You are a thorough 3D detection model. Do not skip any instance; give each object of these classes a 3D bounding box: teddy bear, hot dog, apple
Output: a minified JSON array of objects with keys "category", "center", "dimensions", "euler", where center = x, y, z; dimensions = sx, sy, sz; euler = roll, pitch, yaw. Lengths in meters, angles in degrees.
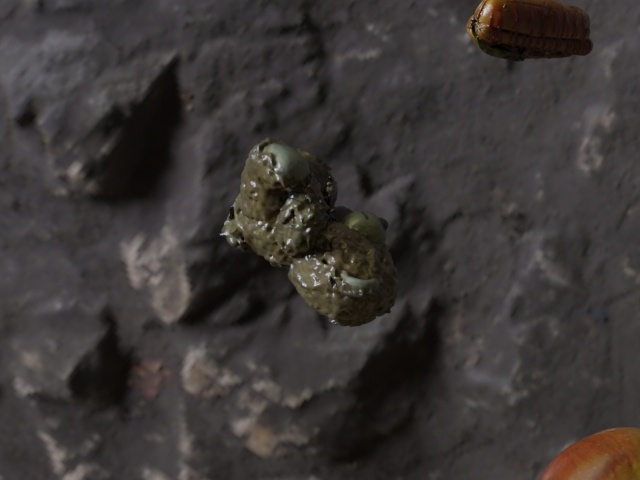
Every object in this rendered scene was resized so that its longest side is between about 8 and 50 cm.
[{"category":"teddy bear","center":[0.000,0.000,2.000],"dimensions":[0.256,0.156,0.267],"euler":[40,-175,11]},{"category":"hot dog","center":[0.192,-0.187,1.394],"dimensions":[0.062,0.144,0.038],"euler":[-59,46,31]},{"category":"apple","center":[0.353,0.339,1.903],"dimensions":[0.210,0.235,0.173],"euler":[42,176,-20]}]
